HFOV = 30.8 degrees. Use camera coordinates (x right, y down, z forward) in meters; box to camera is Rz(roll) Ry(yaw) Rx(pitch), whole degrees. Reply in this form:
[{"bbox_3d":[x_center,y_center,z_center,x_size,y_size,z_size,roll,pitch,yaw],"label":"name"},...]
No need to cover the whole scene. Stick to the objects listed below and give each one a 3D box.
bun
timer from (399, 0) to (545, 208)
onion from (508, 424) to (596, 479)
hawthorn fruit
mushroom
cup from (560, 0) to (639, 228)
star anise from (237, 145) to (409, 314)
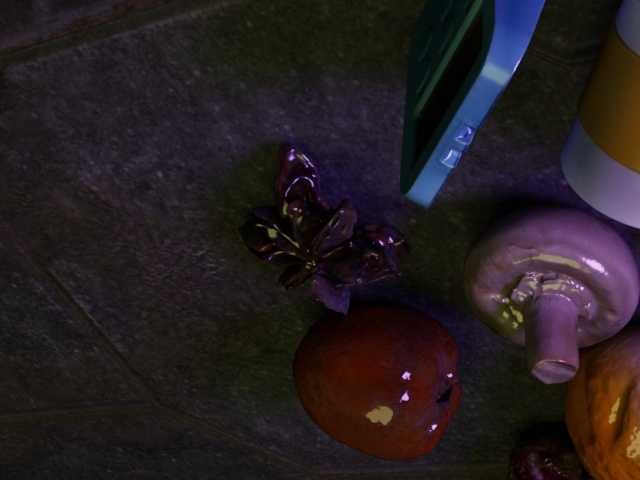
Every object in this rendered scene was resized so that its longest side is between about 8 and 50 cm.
[{"bbox_3d":[0.424,0.257,1.450,0.299,0.165,0.299,39,151,26],"label":"bun"},{"bbox_3d":[0.138,-0.181,1.108,0.091,0.250,0.232,24,139,-4],"label":"timer"},{"bbox_3d":[0.362,0.377,1.704,0.173,0.135,0.198,4,138,24],"label":"onion"},{"bbox_3d":[0.059,0.189,1.596,0.262,0.210,0.210,5,138,37],"label":"hawthorn fruit"},{"bbox_3d":[0.267,0.073,1.356,0.207,0.215,0.207,6,139,6],"label":"mushroom"},{"bbox_3d":[0.369,-0.145,1.127,0.241,0.185,0.226,-10,134,-15],"label":"cup"},{"bbox_3d":[0.003,0.003,1.474,0.212,0.129,0.282,31,148,0],"label":"star anise"}]
